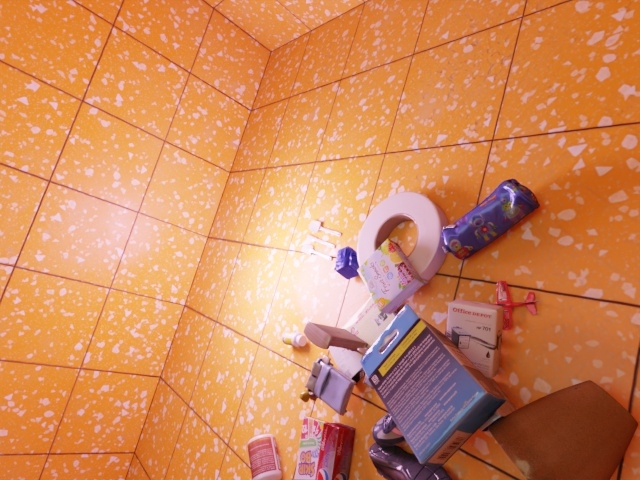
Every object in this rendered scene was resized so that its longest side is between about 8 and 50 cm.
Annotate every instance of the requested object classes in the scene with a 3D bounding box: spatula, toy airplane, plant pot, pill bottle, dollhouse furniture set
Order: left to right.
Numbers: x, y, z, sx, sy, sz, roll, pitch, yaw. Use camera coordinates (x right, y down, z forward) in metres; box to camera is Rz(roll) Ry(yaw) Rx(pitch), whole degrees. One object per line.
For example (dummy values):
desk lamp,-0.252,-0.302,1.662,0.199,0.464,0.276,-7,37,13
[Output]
pill bottle,-0.225,0.922,1.656,0.121,0.121,0.216,-45,43,25
pill bottle,-0.115,0.441,1.814,0.116,0.065,0.065,-4,69,49
spatula,0.000,0.000,1.937,0.242,0.019,0.168,20,86,52
dollhouse furniture set,0.039,0.481,1.419,0.286,0.198,0.304,21,90,50
toy airplane,0.563,0.185,1.185,0.151,0.028,0.151,-23,57,41
plant pot,0.567,0.449,0.920,0.254,0.237,0.237,-43,42,6

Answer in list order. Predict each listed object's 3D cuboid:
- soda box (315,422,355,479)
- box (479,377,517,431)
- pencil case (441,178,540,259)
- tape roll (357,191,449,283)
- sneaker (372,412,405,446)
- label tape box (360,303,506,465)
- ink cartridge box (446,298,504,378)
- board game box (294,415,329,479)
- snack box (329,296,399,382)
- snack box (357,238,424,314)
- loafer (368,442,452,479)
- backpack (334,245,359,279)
soda box,0.047,0.791,1.430,0.083,0.092,0.264,-9,65,48
box,0.453,0.441,1.098,0.072,0.137,0.126,-52,41,20
pencil case,0.521,-0.065,1.280,0.306,0.133,0.119,-42,12,26
tape roll,0.304,0.005,1.541,0.391,0.072,0.393,-24,56,40
sneaker,0.261,0.531,1.261,0.319,0.131,0.112,-41,21,24
label tape box,0.286,0.384,1.123,0.249,0.115,0.348,-54,35,12
ink cartridge box,0.441,0.277,1.168,0.139,0.082,0.191,5,93,38
board game box,-0.035,0.825,1.558,0.124,0.039,0.260,-10,67,47
snack box,0.172,0.364,1.523,0.322,0.060,0.187,-51,43,19
snack box,0.243,0.127,1.438,0.174,0.070,0.207,-47,41,22
loafer,0.274,0.708,1.223,0.302,0.109,0.095,1,106,52
backpack,0.123,0.086,1.695,0.101,0.098,0.120,-24,41,29
